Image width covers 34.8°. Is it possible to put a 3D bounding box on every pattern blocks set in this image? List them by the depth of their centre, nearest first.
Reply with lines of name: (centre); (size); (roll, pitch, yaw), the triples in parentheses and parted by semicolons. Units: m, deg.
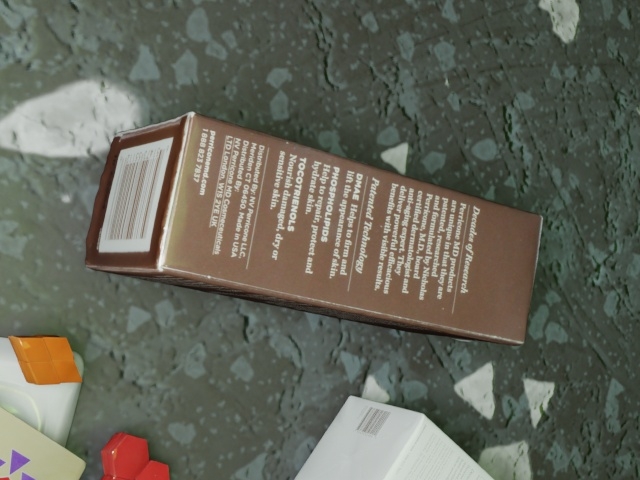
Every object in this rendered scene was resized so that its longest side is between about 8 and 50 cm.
pattern blocks set: (-0.279, 0.204, 0.812); (0.285, 0.026, 0.324); (-56, 130, -28)

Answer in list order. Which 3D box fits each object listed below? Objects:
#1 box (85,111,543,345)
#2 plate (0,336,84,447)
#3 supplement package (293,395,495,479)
box: (0.000, 0.000, 0.956); (0.382, 0.191, 0.143); (16, 82, -30)
plate: (-0.346, 0.206, 0.835); (0.277, 0.045, 0.277); (14, 82, -29)
supplement package: (0.108, 0.290, 1.048); (0.244, 0.139, 0.133); (44, 70, -24)
